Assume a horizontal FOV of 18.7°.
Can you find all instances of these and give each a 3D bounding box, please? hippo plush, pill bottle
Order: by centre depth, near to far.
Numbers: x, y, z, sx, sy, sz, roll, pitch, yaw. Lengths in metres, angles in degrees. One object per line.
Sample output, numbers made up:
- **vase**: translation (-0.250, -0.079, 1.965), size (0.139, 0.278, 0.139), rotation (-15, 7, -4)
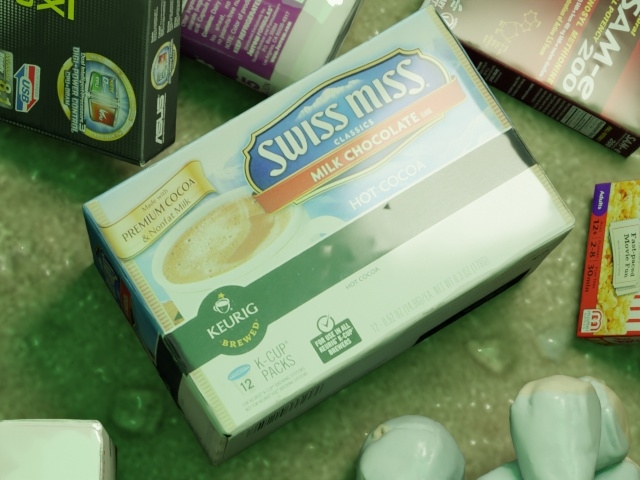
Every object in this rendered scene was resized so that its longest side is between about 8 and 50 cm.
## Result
- **hippo plush**: translation (0.144, 0.261, 1.669), size (0.237, 0.234, 0.294), rotation (-8, 61, 24)
- **pill bottle**: translation (-0.112, -0.253, 1.739), size (0.301, 0.169, 0.169), rotation (27, 78, 1)

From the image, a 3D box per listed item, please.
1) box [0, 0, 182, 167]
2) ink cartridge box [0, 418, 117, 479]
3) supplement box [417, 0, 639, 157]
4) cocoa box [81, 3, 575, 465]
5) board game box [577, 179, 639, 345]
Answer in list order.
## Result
- **box**: translation (-0.223, -0.219, 1.663), size (0.216, 0.270, 0.060), rotation (19, 33, 21)
- **ink cartridge box**: translation (-0.219, 0.236, 1.608), size (0.092, 0.218, 0.158), rotation (1, 79, -4)
- **supplement box**: translation (0.215, -0.193, 1.802), size (0.239, 0.073, 0.130), rotation (28, 78, 0)
- **cocoa box**: translation (0.000, 0.000, 1.665), size (0.347, 0.231, 0.228), rotation (-31, 82, -10)
- **board game box**: translation (0.321, 0.017, 1.716), size (0.045, 0.193, 0.146), rotation (18, 74, -40)
